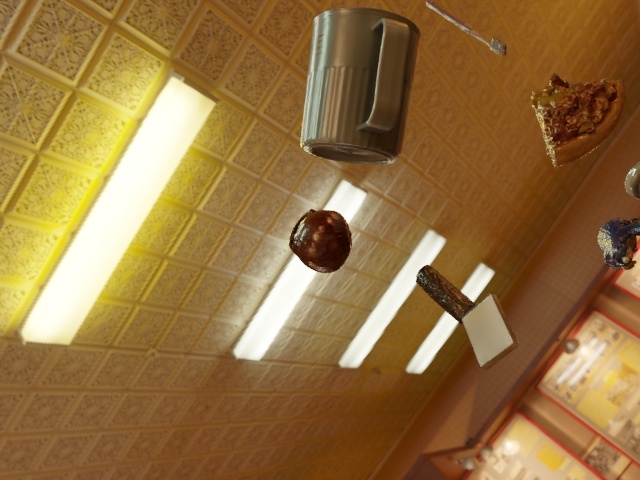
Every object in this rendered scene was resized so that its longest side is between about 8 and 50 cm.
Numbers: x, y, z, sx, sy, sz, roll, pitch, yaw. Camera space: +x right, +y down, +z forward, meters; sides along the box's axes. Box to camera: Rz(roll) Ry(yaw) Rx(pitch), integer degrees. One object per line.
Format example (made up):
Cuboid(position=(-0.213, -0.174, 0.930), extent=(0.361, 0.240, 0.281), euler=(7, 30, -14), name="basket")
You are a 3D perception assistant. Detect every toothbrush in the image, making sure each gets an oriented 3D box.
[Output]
Cuboid(position=(0.387, -0.580, 1.586), extent=(0.024, 0.354, 0.029), euler=(-19, -44, -16), name="toothbrush")

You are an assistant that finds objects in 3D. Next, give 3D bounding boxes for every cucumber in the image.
Cuboid(position=(0.369, 0.156, 1.788), extent=(0.078, 0.211, 0.062), euler=(-51, -33, 7), name="cucumber")

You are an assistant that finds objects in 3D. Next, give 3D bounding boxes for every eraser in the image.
Cuboid(position=(0.381, 0.205, 1.339), extent=(0.023, 0.150, 0.104), euler=(24, -57, -27), name="eraser")

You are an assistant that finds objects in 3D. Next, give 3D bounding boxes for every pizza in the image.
Cuboid(position=(0.631, -0.332, 1.496), extent=(0.289, 0.229, 0.081), euler=(-48, -30, -4), name="pizza")

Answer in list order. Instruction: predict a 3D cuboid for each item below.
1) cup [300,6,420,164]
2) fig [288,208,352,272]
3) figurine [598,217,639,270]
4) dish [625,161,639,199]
Cuboid(position=(0.114, -0.351, 1.393), extent=(0.257, 0.331, 0.310), euler=(9, -92, -45), name="cup")
Cuboid(position=(0.001, 0.001, 1.768), extent=(0.205, 0.205, 0.205), euler=(-31, -39, -28), name="fig")
Cuboid(position=(0.881, 0.004, 1.741), extent=(0.164, 0.121, 0.262), euler=(-65, -15, 16), name="figurine")
Cuboid(position=(0.966, -0.163, 1.702), extent=(0.141, 0.078, 0.141), euler=(-2, -55, -3), name="dish")
